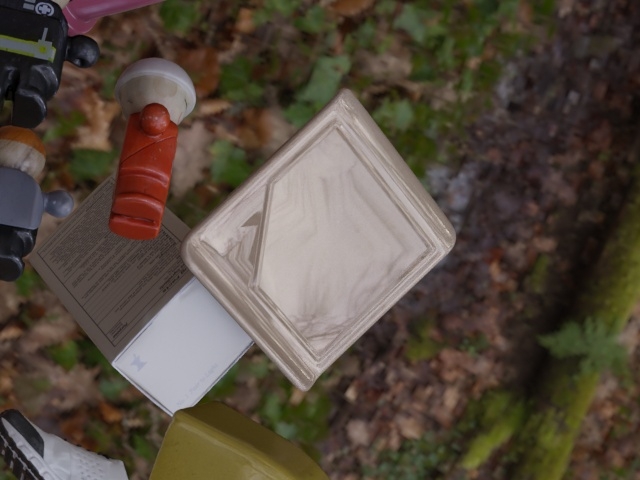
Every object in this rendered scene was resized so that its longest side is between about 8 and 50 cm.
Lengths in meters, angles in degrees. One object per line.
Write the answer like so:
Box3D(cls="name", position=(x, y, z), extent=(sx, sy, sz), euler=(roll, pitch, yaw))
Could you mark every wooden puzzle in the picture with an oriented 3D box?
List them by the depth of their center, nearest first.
Box3D(cls="wooden puzzle", position=(0.000, 0.000, 1.444), extent=(0.239, 0.044, 0.221), euler=(-46, 121, -10))

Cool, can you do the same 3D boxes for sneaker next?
Box3D(cls="sneaker", position=(-0.139, 0.133, 0.819), extent=(0.044, 0.109, 0.040), euler=(-46, 180, -29))

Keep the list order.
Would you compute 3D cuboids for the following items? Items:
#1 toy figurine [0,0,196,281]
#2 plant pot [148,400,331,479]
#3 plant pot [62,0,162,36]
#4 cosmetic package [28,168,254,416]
Box3D(cls="toy figurine", position=(-0.215, -0.090, 1.026), extent=(0.213, 0.209, 0.148), euler=(43, 39, -42))
Box3D(cls="plant pot", position=(-0.037, 0.132, 0.699), extent=(0.081, 0.083, 0.081), euler=(13, 97, -79))
Box3D(cls="plant pot", position=(-0.149, -0.255, 1.081), extent=(0.201, 0.180, 0.201), euler=(-2, 90, -83))
Box3D(cls="cosmetic package", position=(-0.193, 0.049, 1.592), extent=(0.160, 0.309, 0.113), euler=(-45, 124, -4))
